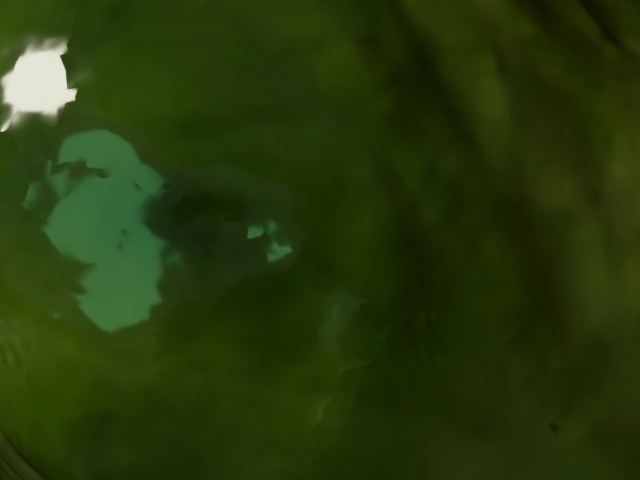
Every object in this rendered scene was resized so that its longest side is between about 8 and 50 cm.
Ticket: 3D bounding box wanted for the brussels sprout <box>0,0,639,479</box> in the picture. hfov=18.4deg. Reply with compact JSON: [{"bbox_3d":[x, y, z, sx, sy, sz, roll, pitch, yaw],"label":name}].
[{"bbox_3d":[0.000,0.000,0.735,0.371,0.315,0.276,51,144,24],"label":"brussels sprout"}]
